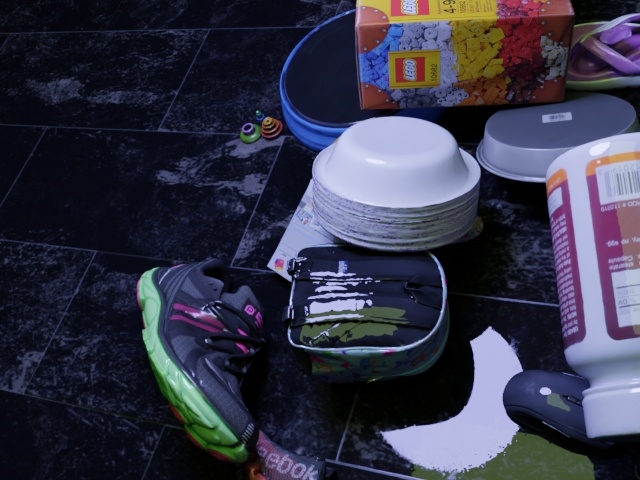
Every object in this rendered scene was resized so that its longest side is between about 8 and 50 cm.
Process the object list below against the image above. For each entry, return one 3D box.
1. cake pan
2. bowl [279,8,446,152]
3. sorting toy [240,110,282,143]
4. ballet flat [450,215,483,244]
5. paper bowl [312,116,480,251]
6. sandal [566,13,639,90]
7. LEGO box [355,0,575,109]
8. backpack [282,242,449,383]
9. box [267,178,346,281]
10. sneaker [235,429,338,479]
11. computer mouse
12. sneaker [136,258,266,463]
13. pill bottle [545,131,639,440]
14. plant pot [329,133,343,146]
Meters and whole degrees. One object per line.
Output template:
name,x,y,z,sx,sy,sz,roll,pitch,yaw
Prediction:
cake pan,0.419,-0.190,1.472,0.293,0.054,0.293,-10,28,5
bowl,0.095,-0.350,1.775,0.391,0.077,0.391,-11,53,15
sorting toy,-0.133,-0.249,1.815,0.102,0.042,0.061,-6,54,18
ballet flat,0.170,-0.038,1.522,0.241,0.077,0.091,0,55,21
paper bowl,0.127,-0.110,1.420,0.285,0.148,0.284,0,32,0
sandal,0.597,-0.368,1.572,0.417,0.102,0.169,8,59,26
LEGO box,0.261,-0.483,1.634,0.373,0.193,0.500,-2,46,5
backpack,0.085,0.119,1.370,0.254,0.191,0.225,-6,52,14
box,0.000,0.000,1.542,0.145,0.038,0.186,30,95,35
sneaker,-0.050,0.374,1.308,0.135,0.097,0.276,-24,38,-18
computer mouse,0.414,0.224,1.251,0.262,0.060,0.184,22,68,32
sneaker,-0.184,0.167,1.415,0.202,0.185,0.482,-23,38,-6
pill bottle,0.442,0.071,1.151,0.224,0.224,0.391,-7,72,17
plant pot,0.076,-0.164,1.629,0.134,0.134,0.095,-7,35,17
